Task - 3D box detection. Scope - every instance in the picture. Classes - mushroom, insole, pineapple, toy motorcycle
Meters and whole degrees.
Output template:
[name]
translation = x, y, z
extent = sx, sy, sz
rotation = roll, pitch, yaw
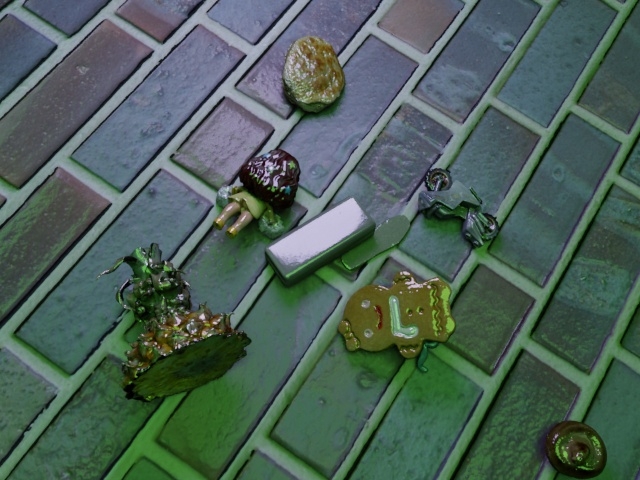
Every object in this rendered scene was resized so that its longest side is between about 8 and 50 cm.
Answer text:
[mushroom]
translation = 0.522, 0.430, 1.196
extent = 0.126, 0.085, 0.109
rotation = 25, 35, 5
[insole]
translation = 0.129, 0.004, 1.334
extent = 0.192, 0.010, 0.063
rotation = -34, 77, -15
[pineapple]
translation = -0.306, 0.140, 1.147
extent = 0.262, 0.263, 0.272
rotation = -24, 64, -14
[toy motorcycle]
translation = 0.311, -0.069, 1.345
extent = 0.215, 0.080, 0.122
rotation = 45, 72, 5

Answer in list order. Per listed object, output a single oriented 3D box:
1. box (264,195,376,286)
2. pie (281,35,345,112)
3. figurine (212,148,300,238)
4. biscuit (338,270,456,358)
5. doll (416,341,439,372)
[box]
translation = 0.000, 0.000, 1.293
extent = 0.243, 0.055, 0.103
rotation = -31, 69, -16
[pie]
translation = -0.018, -0.402, 1.424
extent = 0.163, 0.079, 0.194
rotation = 23, 69, -9
[figurine]
translation = -0.138, -0.100, 1.285
extent = 0.174, 0.116, 0.240
rotation = 36, 72, 7
[biscuit]
translation = 0.155, 0.156, 1.219
extent = 0.248, 0.035, 0.184
rotation = -8, 71, 19
[doll]
translation = 0.204, 0.180, 1.255
extent = 0.109, 0.067, 0.206
rotation = -5, 84, 3
